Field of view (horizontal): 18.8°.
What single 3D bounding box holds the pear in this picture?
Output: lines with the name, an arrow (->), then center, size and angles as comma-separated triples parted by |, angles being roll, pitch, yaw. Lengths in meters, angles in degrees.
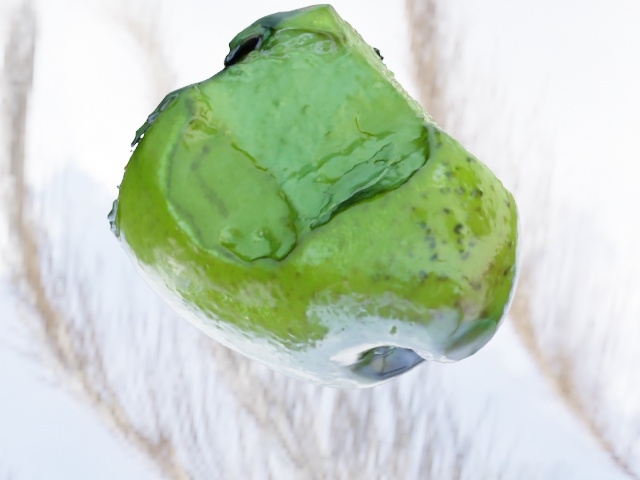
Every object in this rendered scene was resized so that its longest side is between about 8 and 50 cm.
pear -> 0.000, 0.000, 1.319 | 0.238, 0.164, 0.255 | -40, -121, 2
